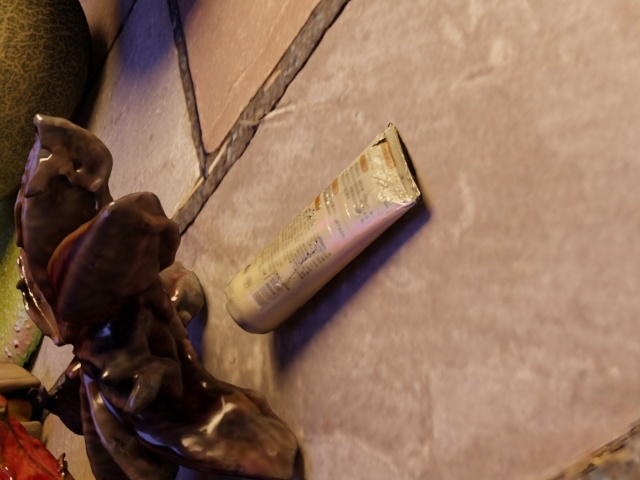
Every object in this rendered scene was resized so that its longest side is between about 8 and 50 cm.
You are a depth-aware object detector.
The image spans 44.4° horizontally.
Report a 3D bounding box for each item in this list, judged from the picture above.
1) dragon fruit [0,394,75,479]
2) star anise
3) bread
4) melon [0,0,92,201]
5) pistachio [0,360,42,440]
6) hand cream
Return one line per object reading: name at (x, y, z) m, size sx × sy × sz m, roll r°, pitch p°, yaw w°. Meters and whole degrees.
dragon fruit at (-0.281, 0.239, 0.567) m, size 0.244 × 0.245 × 0.298 m, roll 32°, pitch 119°, yaw 55°
star anise at (-0.116, 0.058, 0.477) m, size 0.212 × 0.129 × 0.282 m, roll 16°, pitch 127°, yaw 67°
bread at (-0.387, 0.054, 0.967) m, size 0.301 × 0.045 × 0.301 m, roll -23°, pitch 61°, yaw 49°
melon at (-0.397, -0.179, 0.879) m, size 0.329 × 0.249 × 0.248 m, roll -56°, pitch 38°, yaw 17°
pistachio at (-0.383, 0.207, 0.827) m, size 0.238 × 0.153 × 0.137 m, roll -25°, pitch 65°, yaw 18°
hand cream at (0.000, 0.000, 0.434) m, size 0.143 × 0.039 × 0.061 m, roll -42°, pitch 37°, yaw 29°
